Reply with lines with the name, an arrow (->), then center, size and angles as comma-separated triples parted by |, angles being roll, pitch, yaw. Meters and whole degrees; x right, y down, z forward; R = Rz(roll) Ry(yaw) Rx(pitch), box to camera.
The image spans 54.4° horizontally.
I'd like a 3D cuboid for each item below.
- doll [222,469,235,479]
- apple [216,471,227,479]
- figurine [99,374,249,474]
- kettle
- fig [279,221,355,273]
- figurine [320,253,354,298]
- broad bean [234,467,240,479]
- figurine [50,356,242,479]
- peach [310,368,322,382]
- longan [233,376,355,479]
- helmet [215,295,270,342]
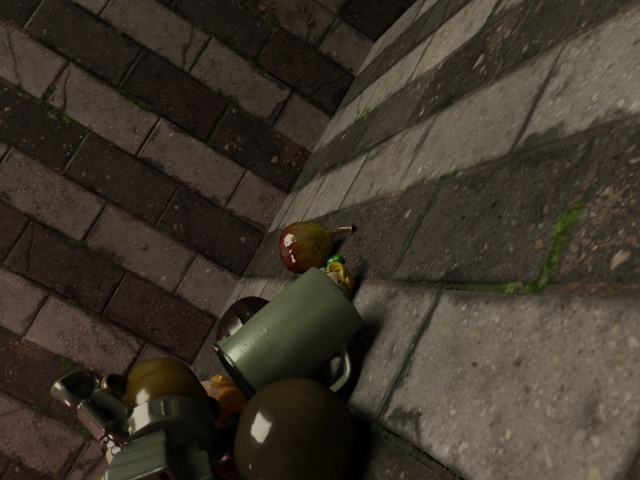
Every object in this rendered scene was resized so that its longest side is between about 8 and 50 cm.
doll -> -0.211, 0.511, 1.381 | 0.110, 0.107, 0.181 | -43, 17, 48
apple -> -0.254, 0.535, 1.064 | 0.292, 0.292, 0.254 | -56, 37, 11
figurine -> -0.263, 0.393, 1.265 | 0.320, 0.323, 0.196 | -28, 77, 59
kettle -> -0.042, 0.206, 1.166 | 0.255, 0.240, 0.165 | -37, -26, -17
fig -> -0.002, 0.014, 1.771 | 0.160, 0.230, 0.143 | -74, -24, -54
figurine -> 0.028, 0.116, 1.430 | 0.115, 0.094, 0.156 | 104, 167, -51
broad bean -> -0.098, 0.411, 1.221 | 0.114, 0.084, 0.165 | -23, 33, 59
figurine -> -0.249, 0.303, 1.000 | 0.167, 0.342, 0.285 | -36, 37, 9
peach -> -0.055, 0.283, 1.295 | 0.151, 0.118, 0.151 | -28, -1, 0
longan -> -0.040, 0.313, 0.974 | 0.196, 0.196, 0.220 | -51, 4, 33
helmet -> -0.200, 0.268, 1.767 | 0.225, 0.177, 0.305 | -56, 11, 3
